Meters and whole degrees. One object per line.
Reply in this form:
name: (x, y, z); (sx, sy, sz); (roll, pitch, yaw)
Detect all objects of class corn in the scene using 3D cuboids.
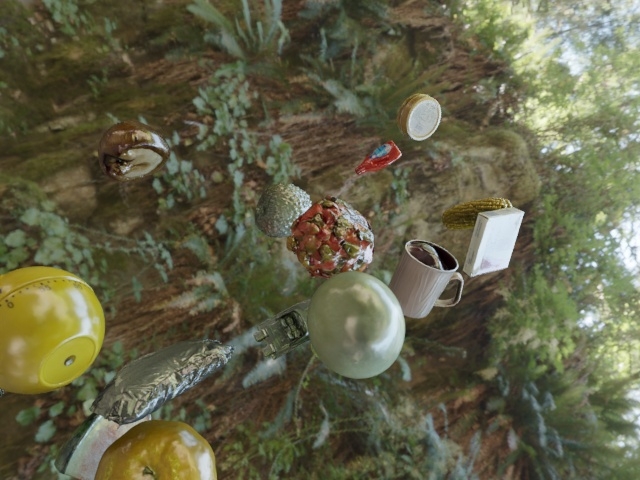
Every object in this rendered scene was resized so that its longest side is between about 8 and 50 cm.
corn: (0.532, -0.090, 1.860); (0.310, 0.102, 0.101); (0, -70, 61)

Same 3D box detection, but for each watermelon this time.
watermelon: (-0.575, 0.588, 1.466); (0.292, 0.251, 0.283); (60, -42, 24)

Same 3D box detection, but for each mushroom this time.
mushroom: (-0.548, -0.266, 1.612); (0.231, 0.194, 0.138); (-36, -95, 47)

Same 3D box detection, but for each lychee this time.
lychee: (-0.165, -0.128, 2.446); (0.255, 0.275, 0.255); (-12, -106, 51)

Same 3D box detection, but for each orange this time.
orange: (-0.382, 0.563, 1.295); (0.279, 0.279, 0.235); (57, -21, 22)

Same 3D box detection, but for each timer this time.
timer: (-0.790, 0.220, 1.496); (0.387, 0.376, 0.376); (34, -38, 26)

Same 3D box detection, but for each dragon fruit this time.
dragon fruit: (0.000, 0.000, 1.961); (0.314, 0.263, 0.296); (49, -60, 32)

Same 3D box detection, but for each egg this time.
egg: (0.094, 0.225, 1.452); (0.258, 0.259, 0.352); (46, -16, 39)

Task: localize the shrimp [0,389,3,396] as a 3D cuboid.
shrimp: (-0.904, 0.440, 1.629); (0.035, 0.148, 0.195); (96, -1, -48)

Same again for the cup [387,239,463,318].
cup: (0.433, 0.158, 2.270); (0.208, 0.289, 0.273); (56, -46, 45)

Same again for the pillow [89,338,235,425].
pillow: (-0.349, 0.309, 1.259); (0.162, 0.335, 0.092); (12, -63, 41)

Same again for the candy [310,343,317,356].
candy: (0.117, 0.287, 1.864); (0.092, 0.336, 0.093); (56, -6, 26)

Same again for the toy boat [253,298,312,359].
toy boat: (-0.080, 0.303, 1.993); (0.141, 0.320, 0.092); (60, 0, 16)

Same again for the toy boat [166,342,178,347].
toy boat: (-0.479, 0.396, 1.793); (0.061, 0.188, 0.116); (30, -65, 21)

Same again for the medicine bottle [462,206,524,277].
medicine bottle: (0.521, 0.004, 1.675); (0.052, 0.171, 0.200); (39, -52, 47)

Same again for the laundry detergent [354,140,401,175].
laundry detergent: (0.197, -0.277, 1.924); (0.049, 0.165, 0.097); (50, 10, -41)

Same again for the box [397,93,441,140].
box: (0.229, -0.285, 1.277); (0.037, 0.106, 0.105); (42, -35, 48)
